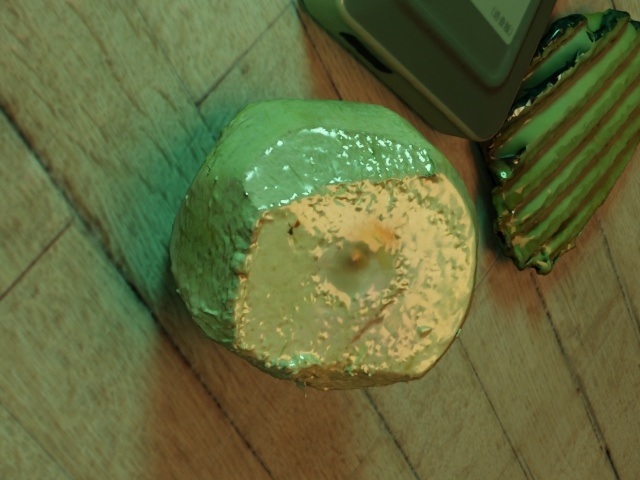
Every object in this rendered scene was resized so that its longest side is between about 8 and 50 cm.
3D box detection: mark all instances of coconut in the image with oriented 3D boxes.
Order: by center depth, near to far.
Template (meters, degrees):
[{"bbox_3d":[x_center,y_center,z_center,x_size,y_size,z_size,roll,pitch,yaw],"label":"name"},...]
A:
[{"bbox_3d":[0.000,0.000,1.203,0.297,0.254,0.297,-6,107,-21],"label":"coconut"}]

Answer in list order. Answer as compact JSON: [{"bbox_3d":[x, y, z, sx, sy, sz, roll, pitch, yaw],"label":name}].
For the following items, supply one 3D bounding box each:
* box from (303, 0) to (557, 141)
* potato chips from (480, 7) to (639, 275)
[{"bbox_3d":[0.166,-0.346,1.405,0.367,0.090,0.373,34,78,-48],"label":"box"},{"bbox_3d":[0.357,-0.155,1.704,0.429,0.070,0.358,-44,134,-28],"label":"potato chips"}]
